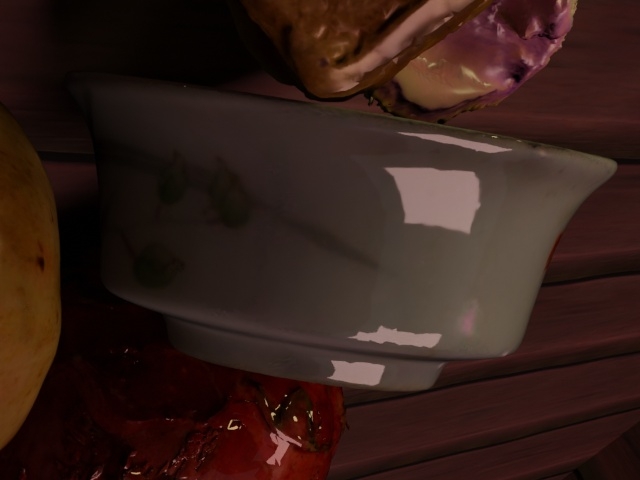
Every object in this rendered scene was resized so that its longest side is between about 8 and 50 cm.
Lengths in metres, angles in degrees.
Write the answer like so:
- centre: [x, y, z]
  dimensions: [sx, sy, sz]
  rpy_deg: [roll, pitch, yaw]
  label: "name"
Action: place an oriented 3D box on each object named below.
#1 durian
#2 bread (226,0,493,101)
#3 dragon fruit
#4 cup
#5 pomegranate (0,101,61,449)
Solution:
- centre: [0.101, -0.213, 1.095]
  dimensions: [0.191, 0.112, 0.341]
  rpy_deg: [-8, 142, -30]
  label: "durian"
- centre: [0.081, -0.225, 0.912]
  dimensions: [0.344, 0.195, 0.149]
  rpy_deg: [-34, -162, 8]
  label: "bread"
- centre: [-0.127, 0.137, 1.303]
  dimensions: [0.301, 0.296, 0.295]
  rpy_deg: [-48, 171, -33]
  label: "dragon fruit"
- centre: [0.000, 0.000, 1.069]
  dimensions: [0.347, 0.347, 0.163]
  rpy_deg: [7, 94, -60]
  label: "cup"
- centre: [-0.272, 0.021, 0.895]
  dimensions: [0.270, 0.252, 0.229]
  rpy_deg: [0, 139, -27]
  label: "pomegranate"
